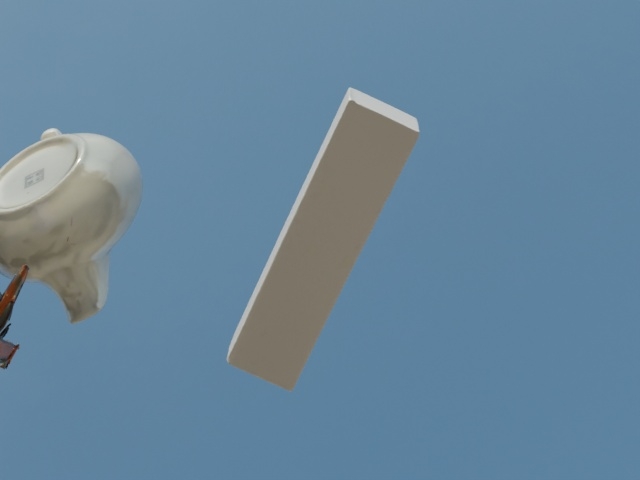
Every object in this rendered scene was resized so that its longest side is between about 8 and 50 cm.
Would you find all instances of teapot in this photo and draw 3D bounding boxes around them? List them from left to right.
[{"bbox_3d":[-0.295,-0.038,1.391,0.204,0.298,0.139,-23,-54,16],"label":"teapot"}]

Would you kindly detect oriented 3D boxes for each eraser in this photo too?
[{"bbox_3d":[0.001,0.000,1.201,0.078,0.076,0.298,24,-74,-5],"label":"eraser"}]

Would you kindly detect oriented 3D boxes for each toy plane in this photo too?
[{"bbox_3d":[-0.354,0.093,1.237,0.062,0.135,0.188,35,-73,29],"label":"toy plane"}]
